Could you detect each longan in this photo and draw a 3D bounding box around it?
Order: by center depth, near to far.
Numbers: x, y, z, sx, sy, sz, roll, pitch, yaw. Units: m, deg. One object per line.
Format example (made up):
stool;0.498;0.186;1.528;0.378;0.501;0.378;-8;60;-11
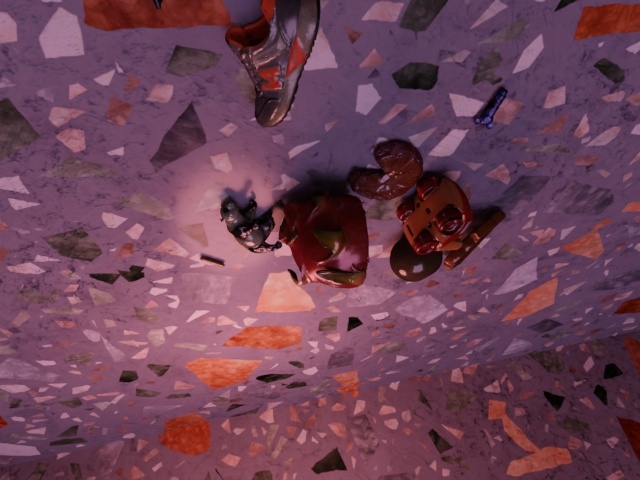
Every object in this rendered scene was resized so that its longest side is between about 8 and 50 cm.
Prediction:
longan;0.330;0.059;1.869;0.188;0.167;0.167;-3;143;-21

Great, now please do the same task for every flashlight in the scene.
flashlight;0.464;-0.358;1.463;0.057;0.035;0.121;21;133;-4

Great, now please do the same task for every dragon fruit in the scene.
dragon fruit;0.000;0.000;1.580;0.226;0.305;0.305;0;142;-13

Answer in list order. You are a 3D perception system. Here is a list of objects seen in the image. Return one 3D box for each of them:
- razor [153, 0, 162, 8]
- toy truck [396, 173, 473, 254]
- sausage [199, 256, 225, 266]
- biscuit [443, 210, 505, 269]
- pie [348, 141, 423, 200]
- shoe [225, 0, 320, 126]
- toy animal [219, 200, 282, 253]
razor;-0.252;-0.491;1.049;0.155;0.028;0.044;-14;144;2
toy truck;0.387;-0.072;1.702;0.239;0.188;0.264;0;144;-33
sausage;-0.354;0.070;1.782;0.100;0.015;0.015;22;131;-39
biscuit;0.515;0.018;1.899;0.284;0.043;0.306;-39;165;-18
pie;0.196;-0.195;1.574;0.205;0.054;0.218;7;139;-26
shoe;-0.125;-0.385;1.159;0.171;0.132;0.336;12;141;-16
toy animal;-0.215;-0.042;1.622;0.121;0.093;0.225;-17;146;19
